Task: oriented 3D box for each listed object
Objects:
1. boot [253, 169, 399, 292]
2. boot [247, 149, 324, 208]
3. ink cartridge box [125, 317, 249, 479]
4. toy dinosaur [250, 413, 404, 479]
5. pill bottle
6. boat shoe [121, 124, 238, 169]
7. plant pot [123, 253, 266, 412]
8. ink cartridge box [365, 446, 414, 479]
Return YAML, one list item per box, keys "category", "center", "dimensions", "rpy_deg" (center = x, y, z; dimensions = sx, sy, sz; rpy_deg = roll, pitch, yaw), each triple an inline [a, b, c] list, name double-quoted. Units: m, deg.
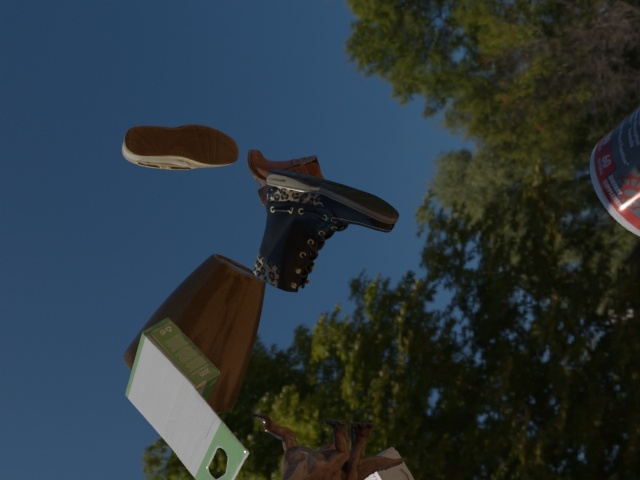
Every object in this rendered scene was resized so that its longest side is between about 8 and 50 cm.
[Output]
- category: "boot"
  center: [0.000, 0.000, 1.127]
  dimensions: [0.085, 0.237, 0.178]
  rpy_deg: [-4, -69, -56]
- category: "boot"
  center: [-0.079, -0.164, 1.685]
  dimensions: [0.073, 0.153, 0.197]
  rpy_deg: [59, -174, -51]
- category: "ink cartridge box"
  center: [-0.187, 0.251, 1.076]
  dimensions: [0.056, 0.235, 0.171]
  rpy_deg: [-29, -26, -44]
- category: "toy dinosaur"
  center: [-0.005, 0.356, 1.046]
  dimensions: [0.296, 0.127, 0.200]
  rpy_deg: [19, -109, -47]
- category: "pill bottle"
  center: [0.586, -0.163, 1.062]
  dimensions: [0.210, 0.363, 0.210]
  rpy_deg: [10, -120, -17]
- category: "boat shoe"
  center: [-0.206, -0.133, 1.071]
  dimensions: [0.170, 0.059, 0.062]
  rpy_deg: [4, -106, -27]
- category: "plant pot"
  center: [-0.218, 0.162, 1.424]
  dimensions: [0.237, 0.237, 0.254]
  rpy_deg: [24, -86, -56]
- category: "ink cartridge box"
  center: [0.109, 0.470, 1.385]
  dimensions: [0.063, 0.150, 0.109]
  rpy_deg: [-21, -107, -38]
